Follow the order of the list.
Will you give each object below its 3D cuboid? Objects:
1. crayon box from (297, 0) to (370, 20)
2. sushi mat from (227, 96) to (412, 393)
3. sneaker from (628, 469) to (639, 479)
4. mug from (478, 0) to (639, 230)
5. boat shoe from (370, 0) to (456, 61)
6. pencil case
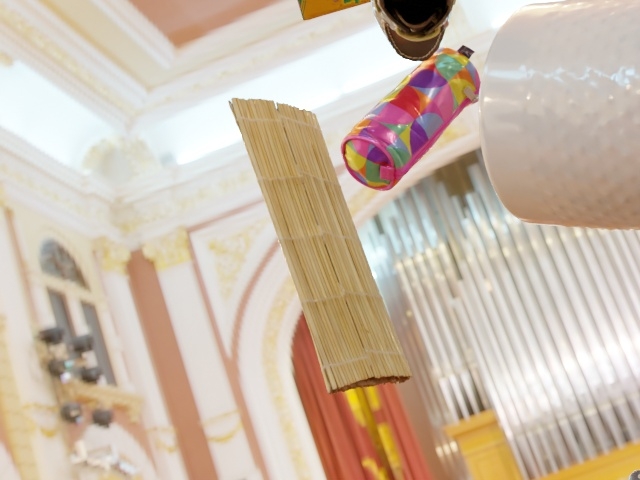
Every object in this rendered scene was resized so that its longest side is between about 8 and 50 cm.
[{"bbox_3d":[0.078,-0.519,2.161,0.279,0.165,0.081,-15,26,5],"label":"crayon box"},{"bbox_3d":[0.000,0.000,1.208,0.019,0.316,0.151,-30,-19,31],"label":"sushi mat"},{"bbox_3d":[0.282,0.311,1.217,0.226,0.163,0.086,1,-53,12],"label":"sneaker"},{"bbox_3d":[0.416,-0.118,1.415,0.328,0.276,0.374,4,-37,39],"label":"mug"},{"bbox_3d":[0.114,-0.303,1.484,0.109,0.091,0.305,-1,-24,4],"label":"boat shoe"},{"bbox_3d":[0.129,-0.168,1.616,0.236,0.104,0.104,-45,-4,-29],"label":"pencil case"}]
